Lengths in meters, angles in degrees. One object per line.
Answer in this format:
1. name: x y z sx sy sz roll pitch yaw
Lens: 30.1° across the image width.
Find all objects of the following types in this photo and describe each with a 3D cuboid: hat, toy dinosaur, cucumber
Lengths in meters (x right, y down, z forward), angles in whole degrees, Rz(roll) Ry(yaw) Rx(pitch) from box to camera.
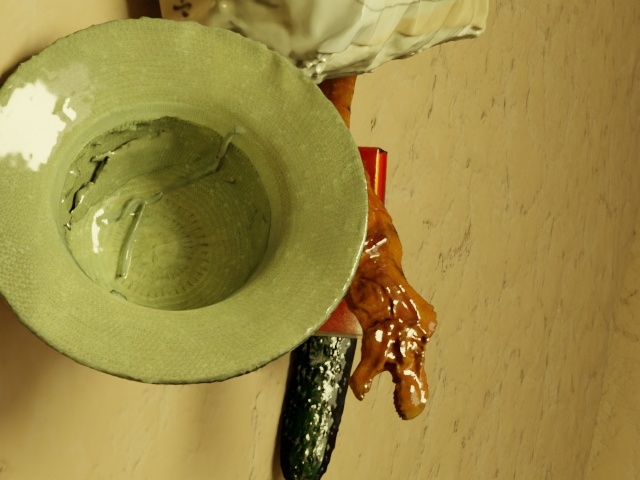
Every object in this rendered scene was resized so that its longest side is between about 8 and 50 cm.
1. hat: -0.107 -0.012 0.810 0.130 0.257 0.257 122 -17 -66
2. toy dinosaur: -0.023 -0.049 0.993 0.097 0.208 0.432 108 -25 -57
3. cucumber: 0.001 0.131 1.181 0.067 0.067 0.245 35 63 -62

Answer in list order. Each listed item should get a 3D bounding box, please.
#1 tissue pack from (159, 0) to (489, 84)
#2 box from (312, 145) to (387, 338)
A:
1. tissue pack: -0.001 -0.314 0.946 0.390 0.195 0.376 -21 103 -53
2. box: 0.000 0.000 1.094 0.048 0.112 0.175 7 85 -76
